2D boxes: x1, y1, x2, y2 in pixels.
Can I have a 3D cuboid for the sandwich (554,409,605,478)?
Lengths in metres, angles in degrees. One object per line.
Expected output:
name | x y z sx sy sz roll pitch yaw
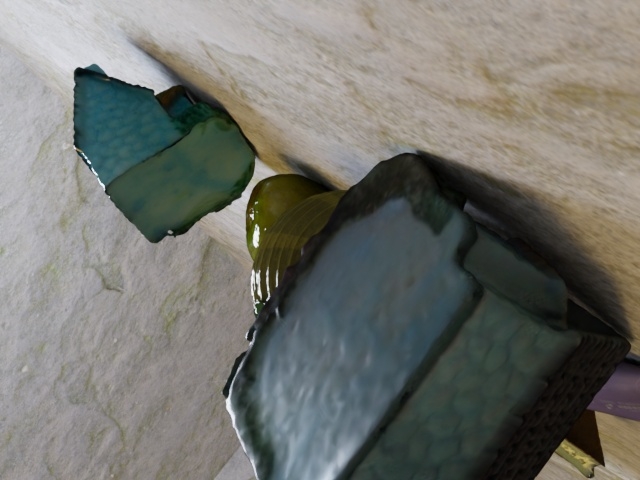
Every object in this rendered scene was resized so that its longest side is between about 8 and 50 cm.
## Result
sandwich | 0.323 0.230 1.603 0.258 0.096 0.094 38 166 18

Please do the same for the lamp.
lamp | 0.022 0.062 1.394 0.250 0.250 0.284 40 160 -12

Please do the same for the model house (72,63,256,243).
model house | -0.268 -0.169 1.762 0.241 0.226 0.261 51 174 24

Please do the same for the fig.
fig | -0.017 0.004 1.628 0.233 0.167 0.167 47 171 -9

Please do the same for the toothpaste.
toothpaste | 0.334 0.174 1.311 0.125 0.080 0.371 42 167 -23

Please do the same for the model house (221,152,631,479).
model house | 0.145 0.148 1.161 0.339 0.360 0.297 27 -169 -28
